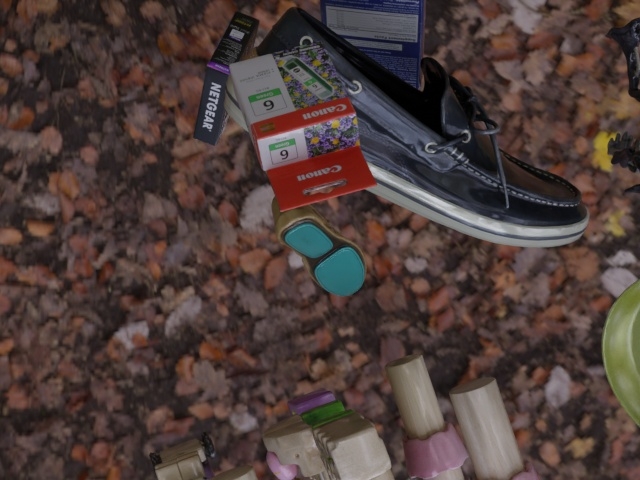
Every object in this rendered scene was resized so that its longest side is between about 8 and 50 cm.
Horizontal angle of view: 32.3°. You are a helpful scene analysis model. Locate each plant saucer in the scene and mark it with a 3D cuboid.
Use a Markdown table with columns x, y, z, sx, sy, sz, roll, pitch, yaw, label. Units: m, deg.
| x | y | z | sx | sy | sz | roll | pitch | yaw | label |
| --- | --- | --- | --- | --- | --- | --- | --- | --- | --- |
| 0.429 | 0.133 | 1.209 | 0.037 | 0.241 | 0.241 | -32 | 126 | -47 | plant saucer |

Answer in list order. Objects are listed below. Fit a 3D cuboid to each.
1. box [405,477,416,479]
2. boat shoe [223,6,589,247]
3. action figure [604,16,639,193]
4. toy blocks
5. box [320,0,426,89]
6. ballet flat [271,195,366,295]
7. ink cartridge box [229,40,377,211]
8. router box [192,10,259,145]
| x | y | z | sx | sy | sz | roll | pitch | yaw | label |
| --- | --- | --- | --- | --- | --- | --- | --- | --- | --- |
| 0.160 | 0.500 | 1.370 | 0.215 | 0.168 | 0.345 | 17 | 79 | 21 | box |
| 0.133 | -0.128 | 1.326 | 0.500 | 0.187 | 0.156 | 23 | 110 | -19 | boat shoe |
| 0.457 | -0.148 | 1.428 | 0.164 | 0.141 | 0.276 | -9 | 86 | 8 | action figure |
| 0.034 | 0.284 | 1.022 | 0.309 | 0.288 | 0.260 | -19 | 94 | -10 | toy blocks |
| 0.070 | -0.273 | 1.466 | 0.136 | 0.036 | 0.225 | 8 | 143 | 9 | box |
| 0.000 | 0.000 | 1.499 | 0.080 | 0.073 | 0.232 | -30 | 147 | 6 | ballet flat |
| -0.012 | -0.071 | 0.666 | 0.063 | 0.115 | 0.029 | -16 | 136 | -6 | ink cartridge box |
| -0.151 | -0.257 | 1.765 | 0.046 | 0.133 | 0.179 | 21 | 144 | 0 | router box |
